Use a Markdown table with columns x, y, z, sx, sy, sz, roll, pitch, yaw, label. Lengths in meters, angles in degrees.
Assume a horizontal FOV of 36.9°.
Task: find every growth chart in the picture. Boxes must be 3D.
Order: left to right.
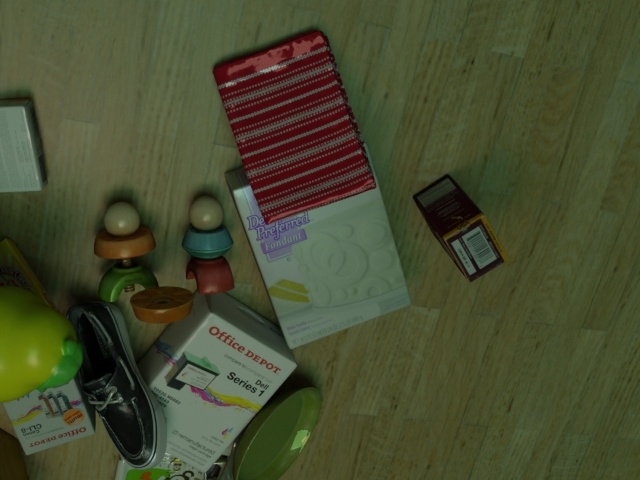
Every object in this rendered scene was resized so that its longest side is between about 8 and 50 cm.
| x | y | z | sx | sy | sz | roll | pitch | yaw | label |
| --- | --- | --- | --- | --- | --- | --- | --- | --- | --- |
| -0.286 | 0.462 | 1.853 | 0.237 | 0.021 | 0.172 | -3 | 114 | -16 | growth chart |

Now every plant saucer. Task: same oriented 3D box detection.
| x | y | z | sx | sy | sz | roll | pitch | yaw | label |
| --- | --- | --- | --- | --- | --- | --- | --- | --- | --- |
| -0.088 | 0.369 | 1.789 | 0.241 | 0.037 | 0.241 | -42 | 149 | -33 | plant saucer |

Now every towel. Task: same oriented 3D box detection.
| x | y | z | sx | sy | sz | roll | pitch | yaw | label |
| --- | --- | --- | --- | --- | --- | --- | --- | --- | --- |
| -0.042 | -0.184 | 1.548 | 0.199 | 0.031 | 0.274 | -19 | 89 | -3 | towel |

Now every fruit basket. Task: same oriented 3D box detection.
| x | y | z | sx | sy | sz | roll | pitch | yaw | label |
| --- | --- | --- | --- | --- | --- | --- | --- | --- | --- |
| -0.531 | 0.140 | 1.433 | 0.392 | 0.283 | 0.392 | 1 | 86 | -10 | fruit basket |

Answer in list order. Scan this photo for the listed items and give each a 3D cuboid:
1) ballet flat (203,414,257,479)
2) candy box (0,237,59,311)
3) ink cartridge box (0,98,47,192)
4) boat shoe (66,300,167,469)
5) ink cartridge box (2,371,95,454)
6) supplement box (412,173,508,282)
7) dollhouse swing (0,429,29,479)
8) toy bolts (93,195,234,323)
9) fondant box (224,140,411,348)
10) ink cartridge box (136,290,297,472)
| x | y | z | sx | sy | sz | roll | pitch | yaw | label |
| --- | --- | --- | --- | --- | --- | --- | --- | --- | --- |
| -0.178 | 0.413 | 1.812 | 0.068 | 0.072 | 0.213 | 17 | 108 | -14 | ballet flat |
| -0.497 | 0.106 | 1.567 | 0.105 | 0.027 | 0.206 | -39 | 74 | 3 | candy box |
| -0.534 | -0.147 | 1.517 | 0.179 | 0.045 | 0.145 | 0 | 116 | 6 | ink cartridge box |
| -0.351 | 0.244 | 1.608 | 0.108 | 0.102 | 0.301 | -22 | 81 | 18 | boat shoe |
| -0.474 | 0.252 | 1.655 | 0.128 | 0.127 | 0.176 | -17 | 118 | -6 | ink cartridge box |
| 0.240 | -0.024 | 1.667 | 0.081 | 0.188 | 0.104 | -32 | 117 | 3 | supplement box |
| -0.722 | 0.470 | 1.618 | 0.347 | 0.315 | 0.305 | -43 | 137 | 8 | dollhouse swing |
| -0.241 | 0.018 | 1.578 | 0.229 | 0.218 | 0.158 | -11 | 111 | -29 | toy bolts |
| 0.000 | 0.000 | 1.674 | 0.238 | 0.096 | 0.330 | -20 | 116 | -4 | fondant box |
| -0.207 | 0.248 | 1.723 | 0.201 | 0.117 | 0.278 | 35 | 103 | -24 | ink cartridge box |
